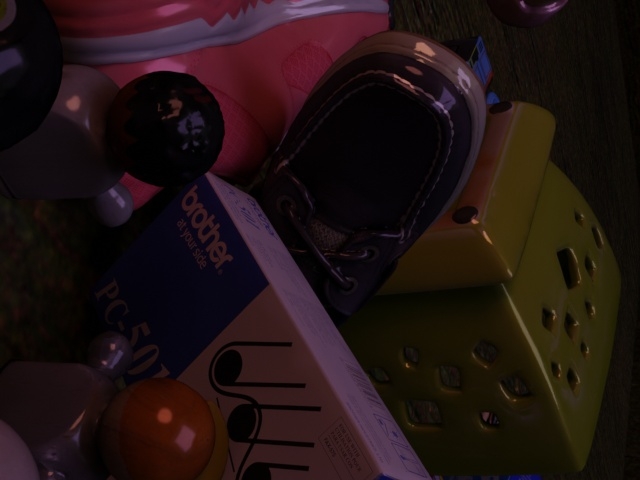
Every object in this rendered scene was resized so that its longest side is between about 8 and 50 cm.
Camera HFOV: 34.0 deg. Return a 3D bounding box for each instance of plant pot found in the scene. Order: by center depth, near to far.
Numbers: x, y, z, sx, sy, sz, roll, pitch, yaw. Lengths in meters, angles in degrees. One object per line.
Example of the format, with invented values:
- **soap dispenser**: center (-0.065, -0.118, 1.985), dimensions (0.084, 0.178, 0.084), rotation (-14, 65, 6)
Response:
- **plant pot**: center (0.088, 0.029, 0.803), dimensions (0.207, 0.227, 0.228), rotation (66, 33, -31)

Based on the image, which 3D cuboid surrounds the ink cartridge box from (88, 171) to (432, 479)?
- **ink cartridge box**: center (-0.038, 0.067, 0.497), dimensions (0.046, 0.097, 0.207), rotation (30, 19, -45)

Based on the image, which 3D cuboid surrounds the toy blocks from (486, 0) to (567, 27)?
- **toy blocks**: center (0.059, -0.329, 0.801), dimensions (0.260, 0.309, 0.288), rotation (-158, -101, -80)

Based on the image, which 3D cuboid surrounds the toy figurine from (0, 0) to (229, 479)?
- **toy figurine**: center (-0.123, 0.014, 0.387), dimensions (0.209, 0.148, 0.213), rotation (10, 80, -67)

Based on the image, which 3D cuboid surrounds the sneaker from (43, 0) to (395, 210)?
- **sneaker**: center (-0.056, -0.097, 0.633), dimensions (0.314, 0.116, 0.136), rotation (-25, 123, -58)

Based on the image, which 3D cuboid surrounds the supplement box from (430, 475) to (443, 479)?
- **supplement box**: center (0.090, 0.261, 1.018), dimensions (0.083, 0.043, 0.055), rotation (-70, 150, -41)

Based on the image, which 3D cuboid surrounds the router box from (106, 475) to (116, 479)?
- **router box**: center (-0.103, 0.279, 0.435), dimensions (0.335, 0.082, 0.301), rotation (-29, 116, -77)

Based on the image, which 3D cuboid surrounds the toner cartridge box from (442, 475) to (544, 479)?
- **toner cartridge box**: center (0.202, 0.346, 1.195), dimensions (0.165, 0.075, 0.348), rotation (-67, 150, -17)

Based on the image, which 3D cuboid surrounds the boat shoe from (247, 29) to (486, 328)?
- **boat shoe**: center (0.000, 0.000, 0.600), dimensions (0.285, 0.103, 0.092), rotation (-50, -171, 51)

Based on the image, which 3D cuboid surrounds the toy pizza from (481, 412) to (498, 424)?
- **toy pizza**: center (0.224, 0.296, 1.346), dimensions (0.201, 0.032, 0.201), rotation (0, 90, -67)

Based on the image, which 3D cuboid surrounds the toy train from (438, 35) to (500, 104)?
- **toy train**: center (0.132, -0.130, 1.088), dimensions (0.105, 0.080, 0.184), rotation (63, 36, -30)
